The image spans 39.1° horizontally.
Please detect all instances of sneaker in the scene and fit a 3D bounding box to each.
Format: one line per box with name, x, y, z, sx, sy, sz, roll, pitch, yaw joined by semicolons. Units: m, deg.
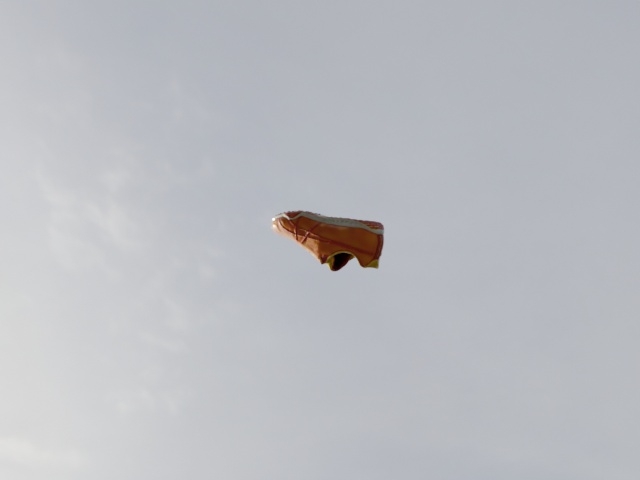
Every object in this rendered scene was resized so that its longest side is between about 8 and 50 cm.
sneaker;0.000;0.000;1.083;0.064;0.175;0.067;7;-87;-44
